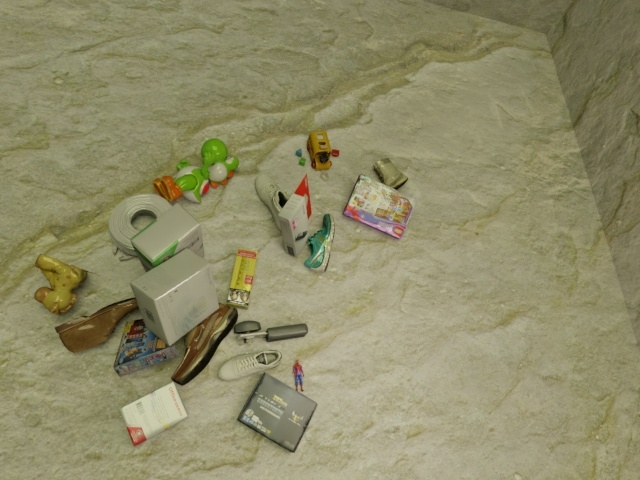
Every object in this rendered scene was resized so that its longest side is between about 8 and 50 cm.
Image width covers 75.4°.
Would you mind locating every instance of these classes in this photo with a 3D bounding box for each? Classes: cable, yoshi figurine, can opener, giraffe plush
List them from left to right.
[{"bbox_3d":[-0.899,0.164,1.427,0.210,0.181,0.171,16,74,11],"label":"giraffe plush"},{"bbox_3d":[-0.693,-0.065,1.624,0.256,0.089,0.258,-10,69,-19],"label":"cable"},{"bbox_3d":[-0.516,-0.310,1.731,0.362,0.203,0.203,-34,70,-32],"label":"yoshi figurine"},{"bbox_3d":[-0.188,0.345,1.586,0.279,0.074,0.093,0,65,-16],"label":"can opener"}]

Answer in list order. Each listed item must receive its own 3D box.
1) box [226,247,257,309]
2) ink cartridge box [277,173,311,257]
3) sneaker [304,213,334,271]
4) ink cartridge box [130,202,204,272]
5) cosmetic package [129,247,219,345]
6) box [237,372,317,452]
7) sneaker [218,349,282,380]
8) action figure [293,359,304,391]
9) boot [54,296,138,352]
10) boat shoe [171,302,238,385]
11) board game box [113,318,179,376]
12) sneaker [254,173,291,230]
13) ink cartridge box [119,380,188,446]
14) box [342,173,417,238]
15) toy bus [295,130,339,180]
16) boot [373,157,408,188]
[{"bbox_3d":[-0.310,0.152,1.648,0.087,0.058,0.233,12,63,-9],"label":"box"},{"bbox_3d":[-0.078,-0.098,1.705,0.060,0.275,0.239,22,61,17],"label":"ink cartridge box"},{"bbox_3d":[0.000,0.000,1.784,0.109,0.107,0.276,13,63,0],"label":"sneaker"},{"bbox_3d":[-0.545,0.032,1.510,0.121,0.289,0.211,40,62,9],"label":"ink cartridge box"},{"bbox_3d":[-0.483,0.189,1.407,0.138,0.224,0.224,25,45,28],"label":"cosmetic package"},{"bbox_3d":[-0.152,0.613,1.481,0.232,0.059,0.184,31,61,0],"label":"box"},{"bbox_3d":[-0.256,0.447,1.510,0.234,0.095,0.090,-13,72,-19],"label":"sneaker"},{"bbox_3d":[-0.082,0.511,1.567,0.038,0.030,0.115,-3,65,-11],"label":"action figure"},{"bbox_3d":[-0.746,0.287,1.456,0.305,0.112,0.115,-24,91,-17],"label":"boot"},{"bbox_3d":[-0.430,0.362,1.497,0.119,0.123,0.324,29,56,8],"label":"boat shoe"},{"bbox_3d":[-0.588,0.357,1.434,0.193,0.060,0.194,-8,40,-3],"label":"board game box"},{"bbox_3d":[-0.188,-0.198,1.781,0.108,0.169,0.293,-25,73,-22],"label":"sneaker"},{"bbox_3d":[-0.538,0.563,1.357,0.176,0.127,0.128,-22,77,-23],"label":"ink cartridge box"},{"bbox_3d":[0.273,-0.154,1.908,0.293,0.057,0.201,24,87,-4],"label":"box"},{"bbox_3d":[0.003,-0.422,1.971,0.202,0.104,0.191,33,62,1],"label":"toy bus"},{"bbox_3d":[0.306,-0.305,2.019,0.213,0.077,0.165,-33,77,-26],"label":"boot"}]
